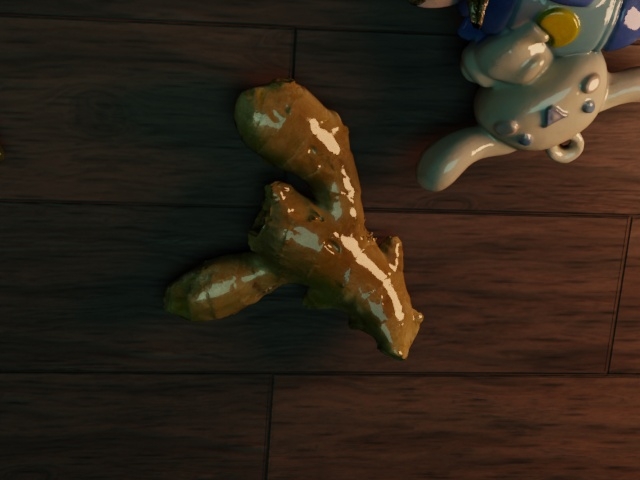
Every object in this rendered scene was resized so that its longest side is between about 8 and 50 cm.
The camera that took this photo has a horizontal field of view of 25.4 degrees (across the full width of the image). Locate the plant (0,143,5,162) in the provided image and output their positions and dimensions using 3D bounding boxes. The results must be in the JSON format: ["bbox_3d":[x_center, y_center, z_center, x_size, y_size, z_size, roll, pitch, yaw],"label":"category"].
[{"bbox_3d":[-0.472,-0.159,1.806,0.085,0.087,0.174,-17,121,36],"label":"plant"}]

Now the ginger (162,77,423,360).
[{"bbox_3d":[0.002,-0.018,1.919,0.348,0.122,0.363,16,101,-16],"label":"ginger"}]

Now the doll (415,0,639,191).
[{"bbox_3d":[0.281,-0.254,1.824,0.376,0.187,0.365,-26,119,-16],"label":"doll"}]

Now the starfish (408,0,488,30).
[{"bbox_3d":[0.168,-0.364,1.677,0.213,0.057,0.238,3,119,10],"label":"starfish"}]
